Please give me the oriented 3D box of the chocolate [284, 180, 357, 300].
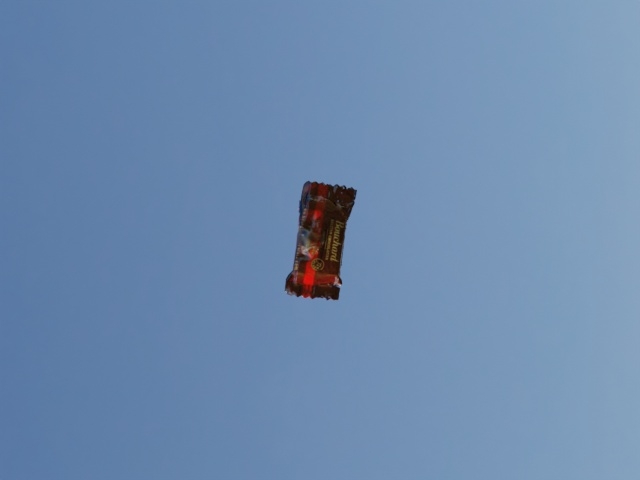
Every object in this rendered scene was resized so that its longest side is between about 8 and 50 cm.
[{"bbox_3d":[0.000,0.000,2.518,0.028,0.086,0.182,90,-169,-64],"label":"chocolate"}]
